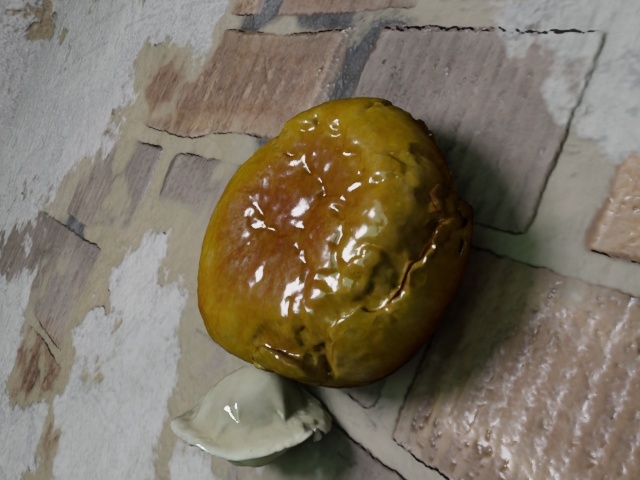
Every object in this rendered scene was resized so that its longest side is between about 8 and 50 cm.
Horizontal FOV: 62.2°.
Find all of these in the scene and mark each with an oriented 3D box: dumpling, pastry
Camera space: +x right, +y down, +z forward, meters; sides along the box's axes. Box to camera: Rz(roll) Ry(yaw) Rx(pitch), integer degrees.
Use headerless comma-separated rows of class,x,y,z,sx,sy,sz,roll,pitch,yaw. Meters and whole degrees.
dumpling,-0.092,0.209,0.610,0.181,0.155,0.111,-32,80,19
pastry,0.000,0.000,0.595,0.356,0.164,0.355,-16,66,40
